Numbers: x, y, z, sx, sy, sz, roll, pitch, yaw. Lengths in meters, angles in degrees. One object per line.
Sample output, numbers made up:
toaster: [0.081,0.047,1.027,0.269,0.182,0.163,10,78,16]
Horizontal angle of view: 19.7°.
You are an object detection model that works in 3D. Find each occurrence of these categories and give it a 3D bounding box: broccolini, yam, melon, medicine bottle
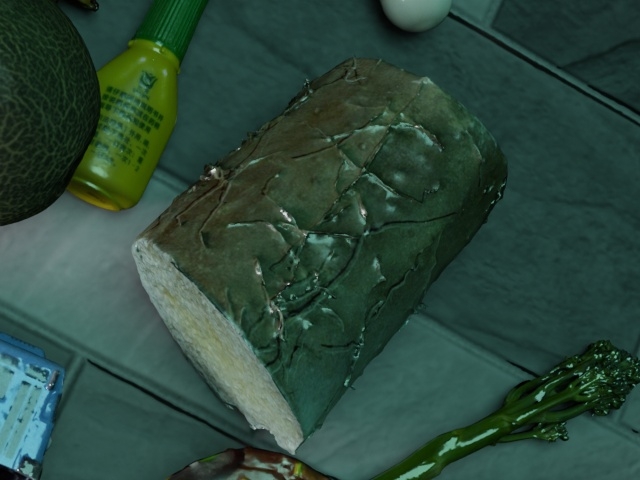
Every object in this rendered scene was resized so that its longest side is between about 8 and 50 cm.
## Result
broccolini: [0.144,0.208,1.785,0.392,0.079,0.074,-27,96,-14]
yam: [0.000,0.000,1.694,0.241,0.241,0.348,45,64,-2]
melon: [-0.343,-0.144,1.618,0.301,0.237,0.237,30,70,-3]
medicine bottle: [-0.169,-0.155,1.766,0.095,0.064,0.261,28,70,-11]

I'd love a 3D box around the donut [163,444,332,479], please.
donut: [-0.069,0.299,1.652,0.230,0.096,0.216,-41,79,-7]

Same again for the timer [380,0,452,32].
timer: [0.082,-0.342,1.806,0.233,0.233,0.240,-10,77,-19]

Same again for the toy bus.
toy bus: [-0.340,0.129,1.615,0.234,0.116,0.134,24,67,-8]

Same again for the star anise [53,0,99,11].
star anise: [-0.285,-0.285,1.758,0.190,0.070,0.097,38,105,-20]
